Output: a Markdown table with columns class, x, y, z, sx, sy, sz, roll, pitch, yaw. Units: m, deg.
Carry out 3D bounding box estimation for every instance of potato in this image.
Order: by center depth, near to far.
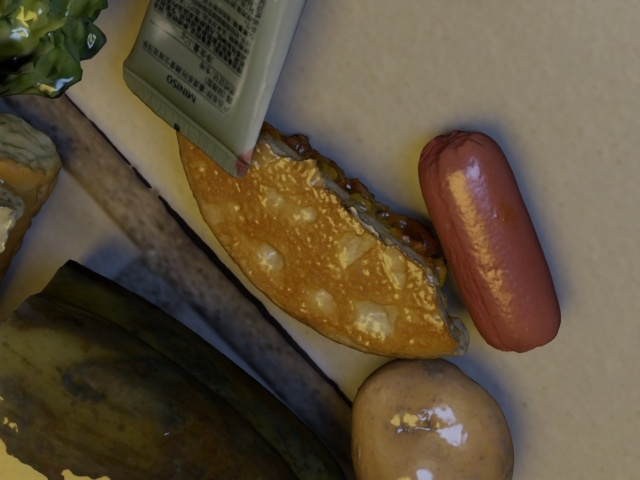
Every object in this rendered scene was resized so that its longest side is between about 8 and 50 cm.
| class | x | y | z | sx | sy | sz | roll | pitch | yaw |
| --- | --- | --- | --- | --- | --- | --- | --- | --- | --- |
| potato | 0.074 | 0.151 | 1.217 | 0.112 | 0.112 | 0.147 | -16 | 102 | 26 |

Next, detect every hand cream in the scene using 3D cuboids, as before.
| class | x | y | z | sx | sy | sz | roll | pitch | yaw |
| --- | --- | --- | --- | --- | --- | --- | --- | --- | --- |
| hand cream | -0.033 | -0.207 | 1.092 | 0.124 | 0.077 | 0.341 | 39 | 124 | 25 |

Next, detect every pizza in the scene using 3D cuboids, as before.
| class | x | y | z | sx | sy | sz | roll | pitch | yaw |
| --- | --- | --- | --- | --- | --- | --- | --- | --- | --- |
| pizza | 0.001 | -0.002 | 1.193 | 0.246 | 0.058 | 0.127 | 29 | 125 | 10 |

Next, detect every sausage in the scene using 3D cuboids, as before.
| class | x | y | z | sx | sy | sz | roll | pitch | yaw |
| --- | --- | --- | --- | --- | --- | --- | --- | --- | --- |
| sausage | 0.111 | 0.000 | 1.152 | 0.062 | 0.062 | 0.154 | -15 | 108 | 26 |

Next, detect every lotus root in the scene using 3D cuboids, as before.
| class | x | y | z | sx | sy | sz | roll | pitch | yaw |
| --- | --- | --- | --- | --- | --- | --- | --- | --- | --- |
| lotus root | -0.121 | 0.191 | 1.225 | 0.346 | 0.250 | 0.250 | 36 | 122 | 2 |

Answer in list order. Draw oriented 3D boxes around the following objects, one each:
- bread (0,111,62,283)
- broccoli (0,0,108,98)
| class | x | y | z | sx | sy | sz | roll | pitch | yaw |
| --- | --- | --- | --- | --- | --- | --- | --- | --- | --- |
| bread | -0.365 | 0.030 | 1.284 | 0.236 | 0.165 | 0.375 | 32 | 121 | -2 |
| broccoli | -0.252 | -0.214 | 1.042 | 0.348 | 0.281 | 0.293 | -43 | 83 | 11 |
